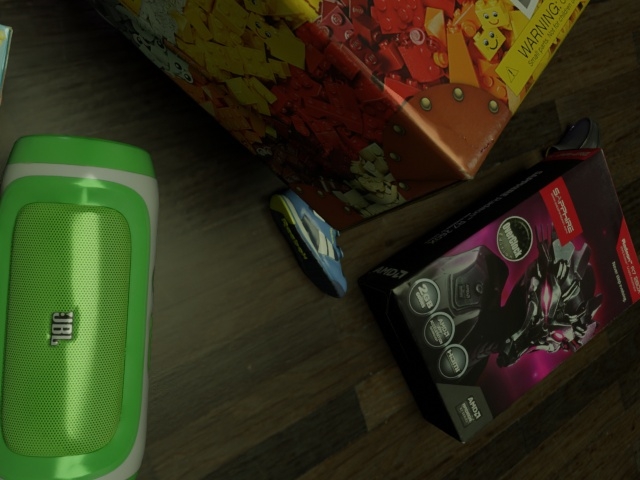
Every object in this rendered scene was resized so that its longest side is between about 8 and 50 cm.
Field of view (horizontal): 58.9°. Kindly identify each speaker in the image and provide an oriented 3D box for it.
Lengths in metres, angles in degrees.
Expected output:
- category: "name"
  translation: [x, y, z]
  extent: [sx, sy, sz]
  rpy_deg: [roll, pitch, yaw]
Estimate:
- category: "speaker"
  translation: [-0.209, 0.067, 0.482]
  extent: [0.131, 0.131, 0.296]
  rpy_deg: [4, 88, -31]

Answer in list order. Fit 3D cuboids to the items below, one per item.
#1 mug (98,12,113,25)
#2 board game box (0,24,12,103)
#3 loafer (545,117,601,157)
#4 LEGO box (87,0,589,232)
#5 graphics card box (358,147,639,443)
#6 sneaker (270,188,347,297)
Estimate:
- category: "mug"
  translation: [-0.152, -0.290, 0.525]
  extent: [0.150, 0.113, 0.169]
  rpy_deg: [19, 77, -31]
- category: "board game box"
  translation: [-0.372, -0.101, 0.373]
  extent: [0.275, 0.144, 0.141]
  rpy_deg: [11, 84, -31]
- category: "loafer"
  translation: [0.375, -0.127, 0.868]
  extent: [0.061, 0.062, 0.170]
  rpy_deg: [37, 71, -22]
- category: "LEGO box"
  translation: [0.055, -0.319, 0.464]
  extent: [0.372, 0.193, 0.500]
  rpy_deg: [42, 67, -12]
- category: "graphics card box"
  translation: [0.255, 0.059, 0.753]
  extent: [0.371, 0.094, 0.232]
  rpy_deg: [-30, 106, -18]
- category: "sneaker"
  translation: [0.000, 0.000, 0.649]
  extent: [0.059, 0.053, 0.144]
  rpy_deg: [-36, 109, -28]
